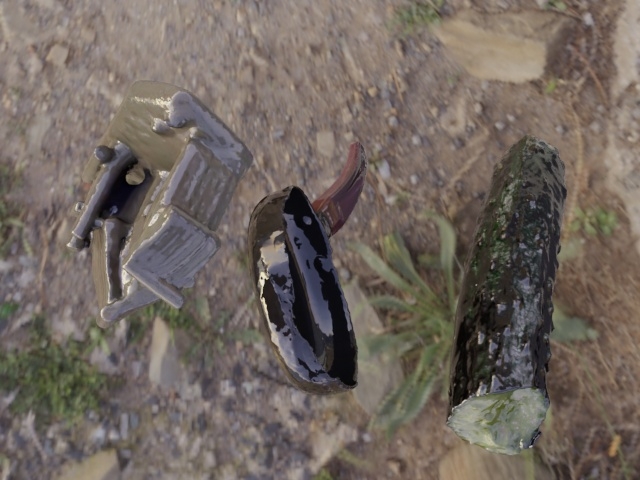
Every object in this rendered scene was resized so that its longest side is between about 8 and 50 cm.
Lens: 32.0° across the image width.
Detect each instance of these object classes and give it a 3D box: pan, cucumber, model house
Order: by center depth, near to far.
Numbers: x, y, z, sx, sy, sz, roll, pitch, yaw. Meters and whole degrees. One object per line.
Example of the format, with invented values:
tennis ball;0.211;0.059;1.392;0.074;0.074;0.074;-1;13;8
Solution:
pan;-0.003;0.000;0.638;0.040;0.212;0.114;-12;120;17
cucumber;0.149;0.017;0.868;0.072;0.303;0.081;-16;132;31
model house;-0.150;-0.017;0.965;0.122;0.229;0.188;21;72;-19
